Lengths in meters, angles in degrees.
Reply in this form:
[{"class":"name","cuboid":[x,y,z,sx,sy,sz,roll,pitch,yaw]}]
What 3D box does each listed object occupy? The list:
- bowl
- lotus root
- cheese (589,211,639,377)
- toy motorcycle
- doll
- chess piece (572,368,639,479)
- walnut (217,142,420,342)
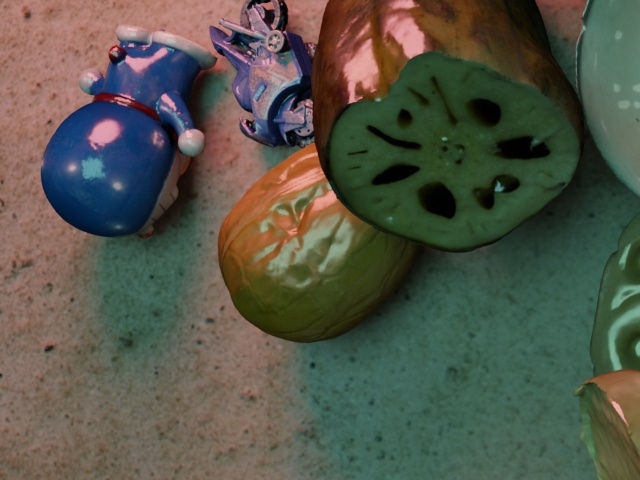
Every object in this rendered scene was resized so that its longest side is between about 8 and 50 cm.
[{"class":"bowl","cuboid":[0.403,-0.165,1.199,0.313,0.146,0.314,-1,88,41]},{"class":"lotus root","cuboid":[0.116,-0.170,1.289,0.250,0.250,0.346,-25,38,22]},{"class":"cheese","cuboid":[0.355,0.077,1.228,0.218,0.117,0.235,-27,69,24]},{"class":"toy motorcycle","cuboid":[-0.058,-0.182,1.502,0.114,0.076,0.205,-32,69,28]},{"class":"doll","cuboid":[-0.221,-0.125,1.545,0.215,0.161,0.257,15,74,41]},{"class":"chess piece","cuboid":[0.448,0.149,1.045,0.442,0.234,0.234,-19,74,-1]},{"class":"walnut","cuboid":[0.000,0.000,1.389,0.225,0.193,0.193,-44,66,5]}]
